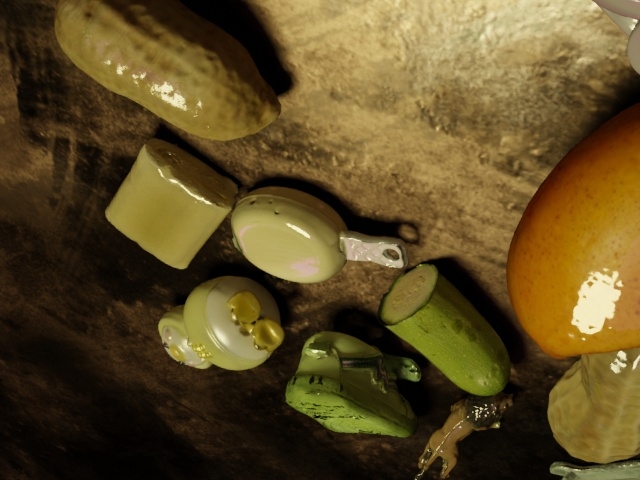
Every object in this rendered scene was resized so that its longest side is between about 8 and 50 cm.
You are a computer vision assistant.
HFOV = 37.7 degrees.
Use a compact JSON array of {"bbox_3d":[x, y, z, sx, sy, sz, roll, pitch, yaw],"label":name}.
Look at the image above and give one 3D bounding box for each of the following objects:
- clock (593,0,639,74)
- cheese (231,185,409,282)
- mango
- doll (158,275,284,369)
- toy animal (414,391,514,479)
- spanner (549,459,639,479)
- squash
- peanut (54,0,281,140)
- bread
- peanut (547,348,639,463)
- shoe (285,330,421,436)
[{"bbox_3d":[0.251,-0.254,0.636,0.227,0.090,0.248,46,146,3],"label":"clock"},{"bbox_3d":[0.000,0.000,1.138,0.227,0.064,0.137,10,141,27],"label":"cheese"},{"bbox_3d":[0.306,-0.015,0.818,0.199,0.201,0.350,23,136,-17],"label":"mango"},{"bbox_3d":[-0.156,0.133,1.346,0.141,0.117,0.296,46,140,-14],"label":"doll"},{"bbox_3d":[0.189,0.263,1.286,0.069,0.086,0.220,44,123,19],"label":"toy animal"},{"bbox_3d":[0.426,0.296,1.218,0.302,0.017,0.071,-21,118,45],"label":"spanner"},{"bbox_3d":[0.166,0.118,1.143,0.188,0.095,0.095,41,142,-21],"label":"squash"},{"bbox_3d":[-0.157,-0.192,0.989,0.253,0.137,0.122,31,97,0],"label":"peanut"},{"bbox_3d":[-0.194,-0.047,1.218,0.139,0.060,0.178,37,142,-9],"label":"bread"},{"bbox_3d":[0.344,0.148,1.029,0.136,0.120,0.298,4,140,-4],"label":"peanut"},{"bbox_3d":[0.057,0.206,1.282,0.140,0.128,0.262,12,168,36],"label":"shoe"}]
